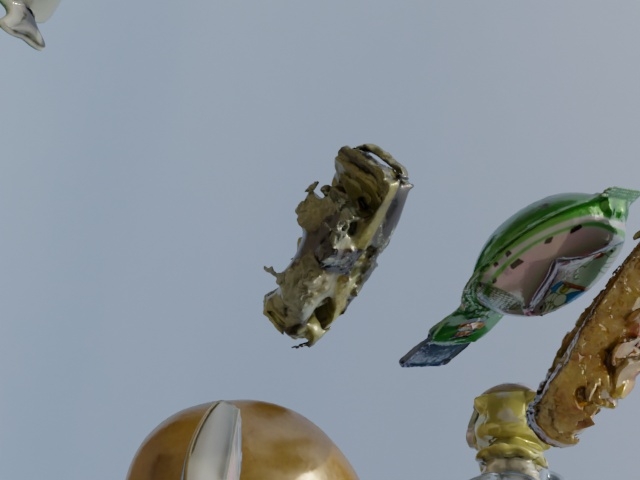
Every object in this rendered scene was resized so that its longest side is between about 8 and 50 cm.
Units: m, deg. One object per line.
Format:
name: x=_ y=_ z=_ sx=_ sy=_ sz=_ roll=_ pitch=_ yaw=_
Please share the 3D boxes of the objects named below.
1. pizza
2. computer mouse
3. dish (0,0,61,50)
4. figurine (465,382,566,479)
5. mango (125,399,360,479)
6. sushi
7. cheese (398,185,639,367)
pizza: x=0.296 y=0.090 z=1.059 sx=0.074 sy=0.251 sz=0.288 roll=35 pitch=-99 yaw=9
computer mouse: x=-0.096 y=0.220 z=0.885 sx=0.045 sy=0.199 sz=0.102 roll=3 pitch=-60 yaw=1
dish: x=-0.369 y=-0.363 z=1.299 sx=0.078 sy=0.224 sz=0.246 roll=-27 pitch=-112 yaw=17
figurine: x=0.233 y=0.266 z=1.259 sx=0.128 sy=0.208 sz=0.184 roll=-11 pitch=-95 yaw=20
mango: x=-0.075 y=0.364 z=1.193 sx=0.232 sy=0.300 sz=0.446 roll=39 pitch=-25 yaw=58
sushi: x=0.005 y=0.000 z=1.375 sx=0.139 sy=0.131 sz=0.291 roll=44 pitch=-56 yaw=29
cheese: x=0.213 y=0.047 z=1.129 sx=0.320 sy=0.204 sz=0.083 roll=-47 pitch=-122 yaw=30
